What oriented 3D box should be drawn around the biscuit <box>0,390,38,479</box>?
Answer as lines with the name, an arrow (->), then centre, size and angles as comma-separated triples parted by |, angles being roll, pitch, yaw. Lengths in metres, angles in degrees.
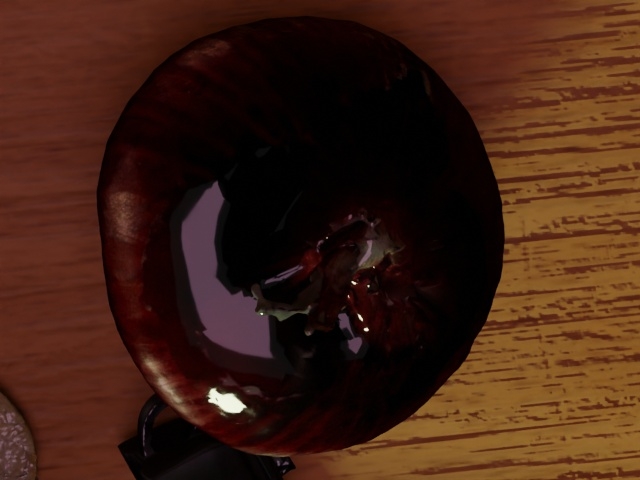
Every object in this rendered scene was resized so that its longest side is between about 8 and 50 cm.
biscuit -> -0.268, 0.154, 1.237 | 0.152, 0.020, 0.152 | -1, 110, -3

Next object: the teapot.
teapot -> -0.062, 0.171, 1.229 | 0.096, 0.087, 0.177 | -32, 110, -12

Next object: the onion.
onion -> 0.000, 0.000, 1.077 | 0.273, 0.285, 0.273 | -2, 95, -21
